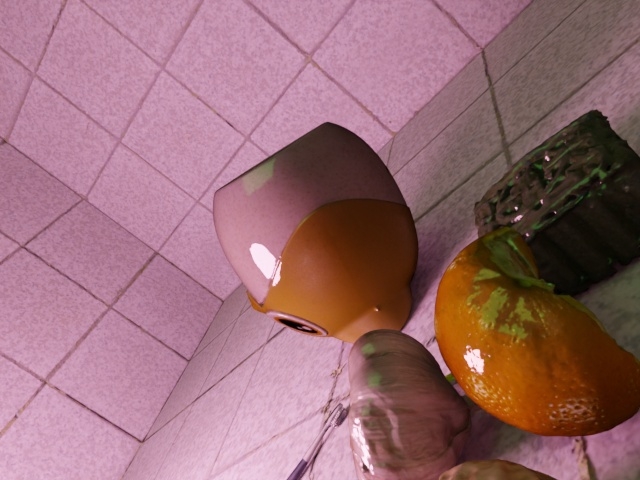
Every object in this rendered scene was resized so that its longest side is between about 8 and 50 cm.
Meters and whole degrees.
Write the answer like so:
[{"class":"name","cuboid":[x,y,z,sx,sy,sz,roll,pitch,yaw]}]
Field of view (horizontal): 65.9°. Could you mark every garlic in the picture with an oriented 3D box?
[{"class":"garlic","cuboid":[0.140,0.217,0.628,0.212,0.218,0.218,-9,21,6]}]

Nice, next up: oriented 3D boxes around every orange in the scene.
[{"class":"orange","cuboid":[0.209,0.100,0.533,0.159,0.179,0.237,-26,41,1]}]

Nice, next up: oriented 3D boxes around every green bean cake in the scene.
[{"class":"green bean cake","cuboid":[0.344,-0.049,0.713,0.241,0.132,0.255,-47,13,33]}]

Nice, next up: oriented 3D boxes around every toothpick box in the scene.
[{"class":"toothpick box","cuboid":[0.000,0.000,1.084,0.409,0.425,0.409,-32,12,7]}]

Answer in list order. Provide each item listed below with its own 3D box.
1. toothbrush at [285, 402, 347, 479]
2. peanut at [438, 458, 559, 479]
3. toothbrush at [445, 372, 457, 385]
[{"class":"toothbrush","cuboid":[-0.040,0.428,0.917,0.288,0.024,0.026,-52,26,-9]},{"class":"peanut","cuboid":[0.188,0.268,0.362,0.136,0.120,0.298,-32,15,-6]},{"class":"toothbrush","cuboid":[0.184,0.220,0.732,0.263,0.026,0.022,-49,12,19]}]
